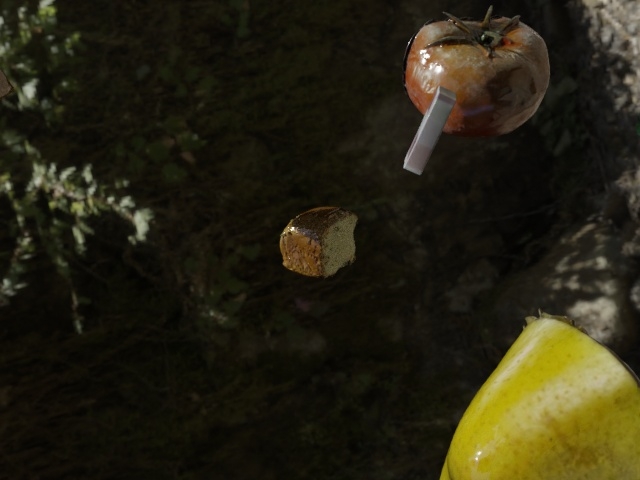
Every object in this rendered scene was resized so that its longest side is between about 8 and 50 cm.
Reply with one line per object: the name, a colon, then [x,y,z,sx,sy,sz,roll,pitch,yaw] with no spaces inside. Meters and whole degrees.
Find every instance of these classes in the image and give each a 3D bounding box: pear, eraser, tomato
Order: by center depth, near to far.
pear: [0.176,0.210,0.691,0.267,0.178,0.267,61,169,20]
eraser: [0.137,-0.138,1.045,0.065,0.026,0.105,-62,-4,-67]
tomato: [0.249,-0.240,1.256,0.155,0.214,0.180,-118,21,-52]

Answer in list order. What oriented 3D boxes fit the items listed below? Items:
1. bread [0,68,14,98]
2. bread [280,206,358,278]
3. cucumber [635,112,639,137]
bread: [-0.399,-0.147,0.931,0.084,0.074,0.139,67,-172,-49]
bread: [-0.001,-0.002,1.031,0.070,0.083,0.076,16,122,31]
cucumber: [0.380,-0.128,0.928,0.284,0.056,0.056,-11,-94,-66]
